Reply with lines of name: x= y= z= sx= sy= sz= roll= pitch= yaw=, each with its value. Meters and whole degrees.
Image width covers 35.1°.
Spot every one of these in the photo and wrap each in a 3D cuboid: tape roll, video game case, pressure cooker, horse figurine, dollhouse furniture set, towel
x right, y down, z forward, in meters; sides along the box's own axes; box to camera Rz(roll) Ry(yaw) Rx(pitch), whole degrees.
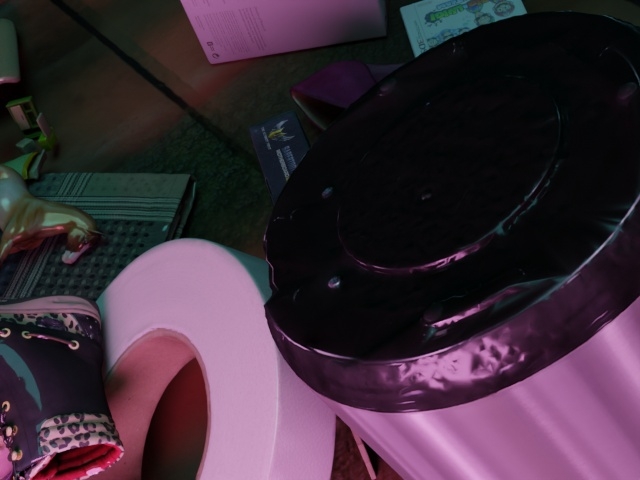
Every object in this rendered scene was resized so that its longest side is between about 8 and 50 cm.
tape roll: x=-0.142 y=0.190 z=0.945 sx=0.392 sy=0.072 sz=0.392 roll=-24 pitch=56 yaw=42
video game case: x=0.196 y=-0.285 z=1.349 sx=0.157 sy=0.019 sz=0.143 roll=-16 pitch=51 yaw=6
pressure cooker: x=0.202 y=0.070 z=0.835 sx=0.370 sy=0.420 sz=0.375 roll=-35 pitch=34 yaw=9
horse figurine: x=-0.408 y=-0.028 z=1.272 sx=0.174 sy=0.066 sz=0.263 roll=-43 pitch=53 yaw=-10
dollhouse furniture set: x=-0.413 y=-0.136 z=1.386 sx=0.076 sy=0.058 sz=0.151 roll=-13 pitch=34 yaw=10
towel: x=-0.332 y=0.043 z=1.266 sx=0.324 sy=0.056 sz=0.312 roll=1 pitch=52 yaw=22

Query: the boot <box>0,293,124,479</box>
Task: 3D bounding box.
boot: x=-0.306 y=0.145 z=0.936 sx=0.237 sy=0.085 sz=0.178 roll=-8 pitch=51 yaw=-21

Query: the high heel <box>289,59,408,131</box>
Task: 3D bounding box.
high heel: x=0.053 y=-0.089 z=1.168 sx=0.181 sy=0.127 sz=0.377 roll=-8 pitch=34 yaw=6

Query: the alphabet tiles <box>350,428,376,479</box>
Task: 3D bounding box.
alphabet tiles: x=-0.002 y=0.097 z=1.011 sx=0.009 sy=0.198 sz=0.237 roll=-22 pitch=50 yaw=-1

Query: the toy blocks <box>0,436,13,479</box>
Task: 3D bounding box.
toy blocks: x=-0.435 y=0.311 z=0.965 sx=0.309 sy=0.260 sz=0.288 roll=-3 pitch=44 yaw=-22

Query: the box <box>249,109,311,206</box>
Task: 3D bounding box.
box: x=0.000 y=0.000 z=1.050 sx=0.059 sy=0.183 sz=0.232 roll=-21 pitch=39 yaw=2

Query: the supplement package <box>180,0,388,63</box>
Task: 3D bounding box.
supplement package: x=-0.052 y=-0.399 z=1.400 sx=0.263 sy=0.199 sz=0.198 roll=-6 pitch=52 yaw=14

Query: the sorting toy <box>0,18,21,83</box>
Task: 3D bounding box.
sorting toy: x=-0.549 y=-0.212 z=1.496 sx=0.229 sy=0.041 sz=0.307 roll=-25 pitch=40 yaw=0
